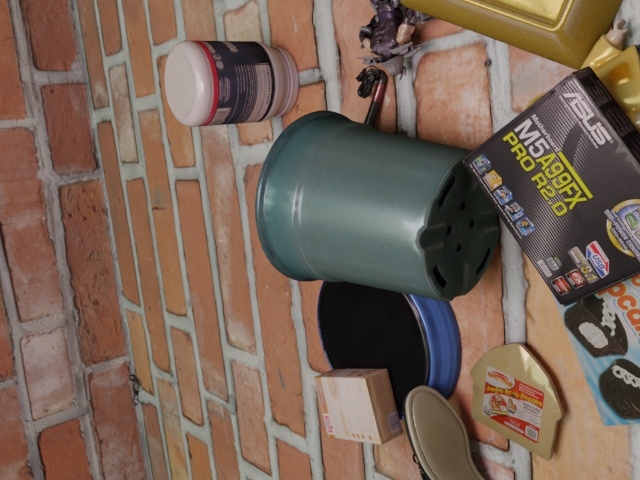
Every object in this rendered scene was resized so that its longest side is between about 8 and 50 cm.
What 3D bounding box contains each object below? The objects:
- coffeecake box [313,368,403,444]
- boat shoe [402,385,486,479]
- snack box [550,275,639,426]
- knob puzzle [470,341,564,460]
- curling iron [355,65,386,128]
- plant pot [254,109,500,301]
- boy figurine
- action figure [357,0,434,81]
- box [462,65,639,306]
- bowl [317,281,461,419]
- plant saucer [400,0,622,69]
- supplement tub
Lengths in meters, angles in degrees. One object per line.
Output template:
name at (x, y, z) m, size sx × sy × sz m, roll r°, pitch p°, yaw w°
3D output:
coffeecake box at (0.078, 0.357, 1.368) m, size 0.186 × 0.068 × 0.142 m, roll -15°, pitch 89°, yaw 53°
boat shoe at (0.244, 0.442, 1.248) m, size 0.340 × 0.127 × 0.113 m, roll 56°, pitch 151°, yaw -6°
snack box at (0.457, 0.106, 0.938) m, size 0.187 × 0.060 × 0.321 m, roll -30°, pitch 76°, yaw 51°
knob puzzle at (0.358, 0.272, 1.141) m, size 0.213 × 0.030 × 0.213 m, roll 21°, pitch 117°, yaw 49°
curling iron at (0.091, -0.233, 1.329) m, size 0.068 × 0.035 × 0.273 m, roll 36°, pitch 127°, yaw 46°
plant pot at (0.120, -0.052, 1.134) m, size 0.334 × 0.341 × 0.340 m, roll 15°, pitch 112°, yaw 40°
boy figurine at (0.410, -0.219, 0.866) m, size 0.285 × 0.092 × 0.177 m, roll -23°, pitch 62°, yaw 49°
action figure at (0.130, -0.442, 1.173) m, size 0.185 × 0.099 × 0.284 m, roll 1°, pitch 105°, yaw 45°
box at (0.355, -0.066, 0.875) m, size 0.270 × 0.060 × 0.216 m, roll 57°, pitch 140°, yaw 6°
bowl at (0.131, 0.207, 1.377) m, size 0.391 × 0.077 × 0.390 m, roll 20°, pitch 117°, yaw 48°
plant saucer at (0.284, -0.446, 0.886) m, size 0.333 × 0.081 × 0.332 m, roll 28°, pitch 125°, yaw 20°
supplement tub at (-0.208, -0.369, 1.475) m, size 0.191 × 0.272 × 0.191 m, roll 19°, pitch 115°, yaw 48°
